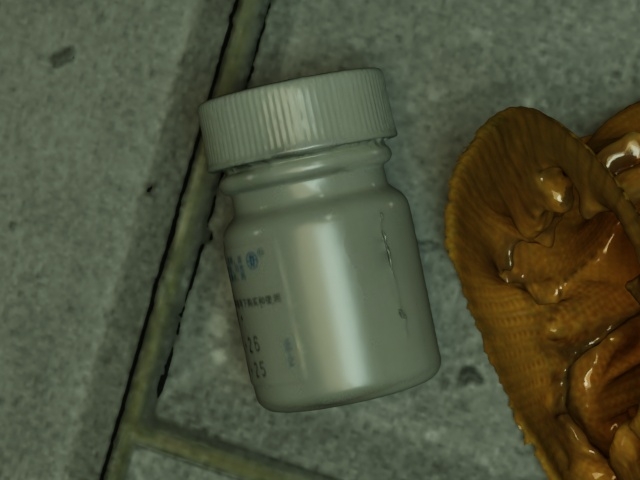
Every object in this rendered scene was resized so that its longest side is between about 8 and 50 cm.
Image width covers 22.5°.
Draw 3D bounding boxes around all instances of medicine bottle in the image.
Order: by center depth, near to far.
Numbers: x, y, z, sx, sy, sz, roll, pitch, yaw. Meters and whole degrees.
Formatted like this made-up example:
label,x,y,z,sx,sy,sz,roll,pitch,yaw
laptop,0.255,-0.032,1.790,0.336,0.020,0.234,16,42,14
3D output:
label,x,y,z,sx,sy,sz,roll,pitch,yaw
medicine bottle,0.000,0.000,0.851,0.105,0.105,0.168,-11,92,10

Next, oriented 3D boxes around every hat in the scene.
label,x,y,z,sx,sy,sz,roll,pitch,yaw
hat,0.218,0.007,0.811,0.233,0.233,0.244,-24,102,-16
